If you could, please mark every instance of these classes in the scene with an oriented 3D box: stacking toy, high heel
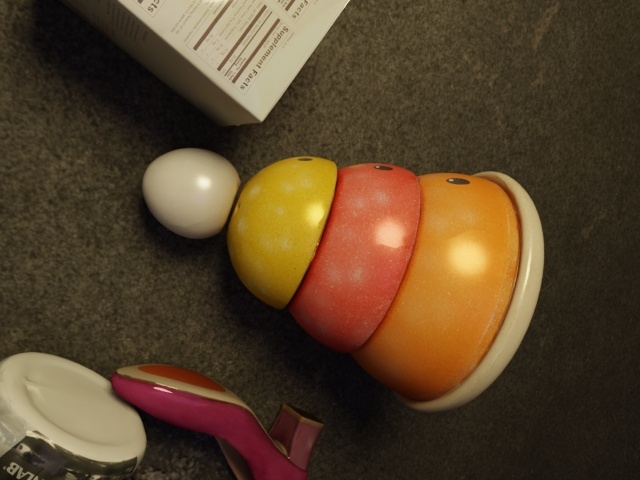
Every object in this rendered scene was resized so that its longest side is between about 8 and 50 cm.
[{"bbox_3d":[0.000,0.000,0.603,0.480,0.350,0.350,21,93,-12],"label":"stacking toy"},{"bbox_3d":[-0.155,0.311,0.662,0.377,0.127,0.181,33,77,-31],"label":"high heel"}]

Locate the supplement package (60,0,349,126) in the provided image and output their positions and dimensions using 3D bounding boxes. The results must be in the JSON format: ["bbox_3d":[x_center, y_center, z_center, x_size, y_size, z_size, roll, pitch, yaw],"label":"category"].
[{"bbox_3d":[-0.139,-0.287,0.494,0.263,0.199,0.198,37,85,-27],"label":"supplement package"}]

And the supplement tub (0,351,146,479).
[{"bbox_3d":[-0.386,0.321,0.519,0.207,0.207,0.338,41,84,-27],"label":"supplement tub"}]
